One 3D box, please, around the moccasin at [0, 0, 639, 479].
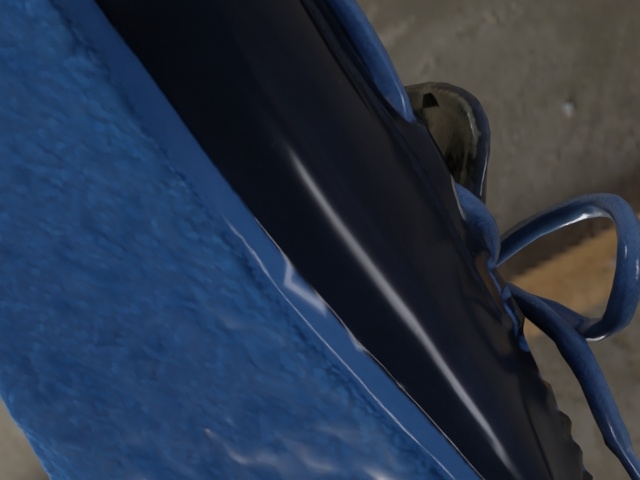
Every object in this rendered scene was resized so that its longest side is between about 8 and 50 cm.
[{"bbox_3d":[0.000,0.000,0.411,0.137,0.117,0.342,-5,126,35],"label":"moccasin"}]
